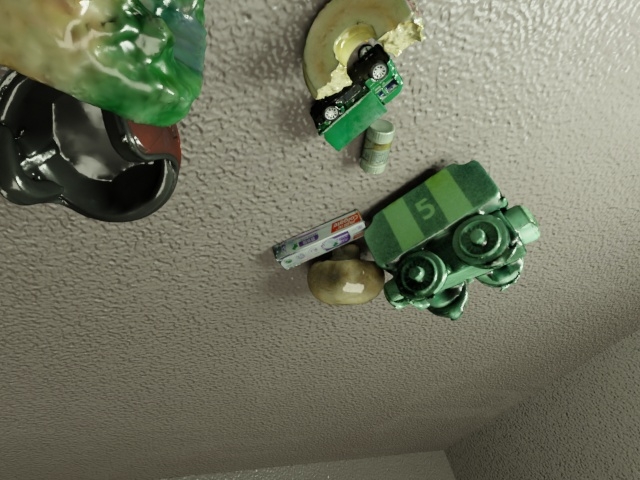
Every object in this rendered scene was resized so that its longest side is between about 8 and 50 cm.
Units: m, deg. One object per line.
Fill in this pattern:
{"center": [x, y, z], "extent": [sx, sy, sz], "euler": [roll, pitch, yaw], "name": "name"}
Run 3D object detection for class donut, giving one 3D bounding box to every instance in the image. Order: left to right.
{"center": [0.046, -0.264, 0.551], "extent": [0.166, 0.108, 0.065], "euler": [-29, 163, 25], "name": "donut"}

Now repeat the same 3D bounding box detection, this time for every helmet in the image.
{"center": [-0.275, -0.123, 0.519], "extent": [0.189, 0.193, 0.216], "euler": [-18, 128, 7], "name": "helmet"}

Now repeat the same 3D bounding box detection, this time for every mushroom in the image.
{"center": [0.056, 0.076, 0.903], "extent": [0.166, 0.127, 0.166], "euler": [3, 170, 1], "name": "mushroom"}

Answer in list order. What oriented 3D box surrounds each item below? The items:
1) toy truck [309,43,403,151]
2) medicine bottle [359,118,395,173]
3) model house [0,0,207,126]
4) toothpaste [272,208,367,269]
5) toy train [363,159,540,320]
{"center": [0.052, -0.215, 0.631], "extent": [0.147, 0.065, 0.079], "euler": [-38, 137, 22], "name": "toy truck"}
{"center": [0.097, -0.160, 0.720], "extent": [0.047, 0.047, 0.083], "euler": [-6, 138, -14], "name": "medicine bottle"}
{"center": [-0.146, -0.294, 0.293], "extent": [0.245, 0.312, 0.280], "euler": [22, 128, -32], "name": "model house"}
{"center": [0.000, 0.000, 0.867], "extent": [0.196, 0.040, 0.047], "euler": [-24, 143, 8], "name": "toothpaste"}
{"center": [0.240, 0.005, 0.805], "extent": [0.299, 0.238, 0.167], "euler": [-33, 144, 18], "name": "toy train"}
